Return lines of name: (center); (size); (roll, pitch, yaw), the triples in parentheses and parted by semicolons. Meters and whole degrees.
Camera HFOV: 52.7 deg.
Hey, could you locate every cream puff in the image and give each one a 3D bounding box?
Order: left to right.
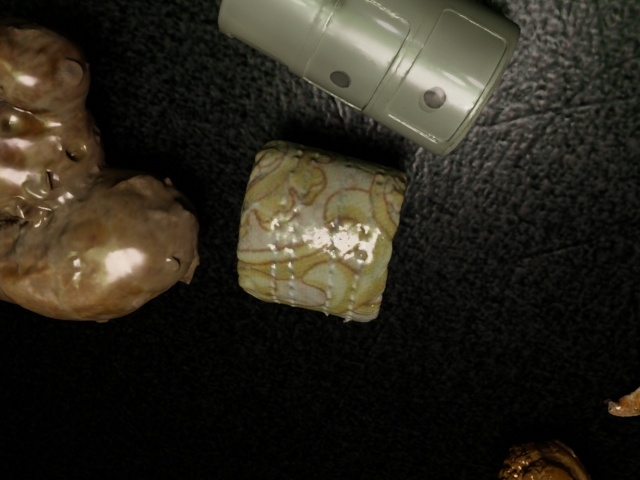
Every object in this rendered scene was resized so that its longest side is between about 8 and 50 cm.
cream puff: (0.264, 0.303, 0.748); (0.103, 0.126, 0.143); (-25, 77, -8)

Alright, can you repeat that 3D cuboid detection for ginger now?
ginger: (-0.272, -0.059, 0.653); (0.245, 0.155, 0.304); (-18, 113, 22)

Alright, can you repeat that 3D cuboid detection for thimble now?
thimble: (0.000, 0.000, 0.643); (0.144, 0.137, 0.190); (10, 134, 4)

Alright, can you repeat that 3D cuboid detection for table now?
table: (0.040, -0.177, 0.544); (0.220, 0.126, 0.126); (29, 119, -4)

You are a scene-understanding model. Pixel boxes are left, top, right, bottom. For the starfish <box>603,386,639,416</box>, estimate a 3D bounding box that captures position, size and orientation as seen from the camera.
starfish: (0.439, 0.131, 0.664); (0.299, 0.060, 0.302); (28, 120, -6)
